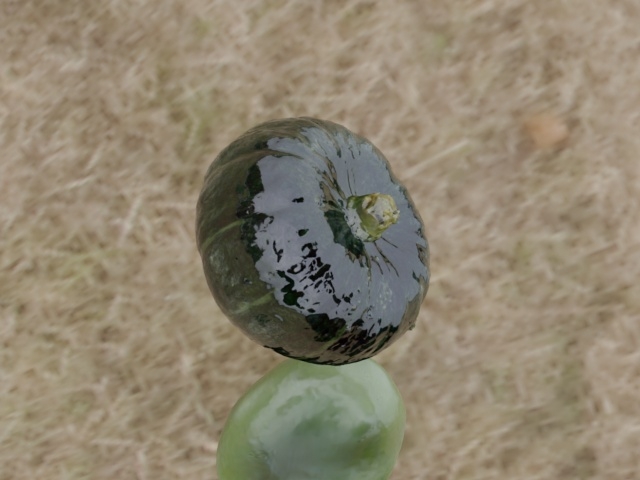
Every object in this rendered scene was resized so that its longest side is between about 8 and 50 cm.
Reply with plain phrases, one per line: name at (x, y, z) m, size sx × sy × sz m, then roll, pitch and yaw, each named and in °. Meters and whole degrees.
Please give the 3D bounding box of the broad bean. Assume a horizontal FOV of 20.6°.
broad bean at (-0.011, 0.194, 1.580) m, size 0.169 × 0.228 × 0.100 m, roll 0°, pitch 39°, yaw -14°

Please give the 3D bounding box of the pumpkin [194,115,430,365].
pumpkin at (-0.003, -0.001, 1.398) m, size 0.212 × 0.152 × 0.211 m, roll 21°, pitch 48°, yaw -26°
